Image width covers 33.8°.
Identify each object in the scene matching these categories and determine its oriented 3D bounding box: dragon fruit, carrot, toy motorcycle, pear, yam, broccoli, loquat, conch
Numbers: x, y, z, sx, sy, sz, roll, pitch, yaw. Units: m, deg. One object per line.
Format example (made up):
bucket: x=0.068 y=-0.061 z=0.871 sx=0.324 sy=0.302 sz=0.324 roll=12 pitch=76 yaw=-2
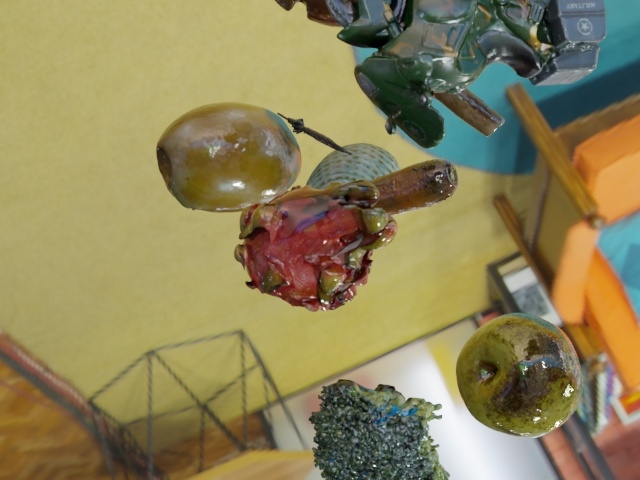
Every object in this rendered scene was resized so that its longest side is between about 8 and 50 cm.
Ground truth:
dragon fruit: x=0.000 y=0.000 z=1.076 sx=0.150 sy=0.133 sz=0.208 roll=43 pitch=145 yaw=-22
carrot: x=0.090 y=-0.059 z=1.347 sx=0.186 sy=0.060 sz=0.060 roll=-16 pitch=160 yaw=28
toy motorcycle: x=0.142 y=-0.182 z=0.985 sx=0.275 sy=0.187 sz=0.125 roll=-6 pitch=174 yaw=-17
pear: x=0.321 y=0.214 z=1.659 sx=0.197 sy=0.197 sz=0.197 roll=-20 pitch=153 yaw=-11
yam: x=0.204 y=-0.258 z=1.758 sx=0.056 sy=0.241 sz=0.057 roll=-54 pitch=-178 yaw=3
broccoli: x=0.067 y=0.210 z=1.122 sx=0.167 sy=0.160 sz=0.154 roll=14 pitch=127 yaw=-1
loquat: x=-0.135 y=-0.125 z=1.597 sx=0.227 sy=0.179 sz=0.179 roll=-7 pitch=148 yaw=-28
conch: x=0.043 y=-0.087 z=1.516 sx=0.135 sy=0.102 sz=0.153 roll=-15 pitch=171 yaw=41

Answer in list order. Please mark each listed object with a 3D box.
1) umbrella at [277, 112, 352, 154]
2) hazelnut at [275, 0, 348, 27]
umbrella: x=-0.011 y=-0.136 z=1.334 sx=0.022 sy=0.149 sz=0.022 roll=26 pitch=95 yaw=-45
hazelnut: x=0.004 y=-0.360 z=1.259 sx=0.178 sy=0.204 sz=0.178 roll=-57 pitch=179 yaw=-1
